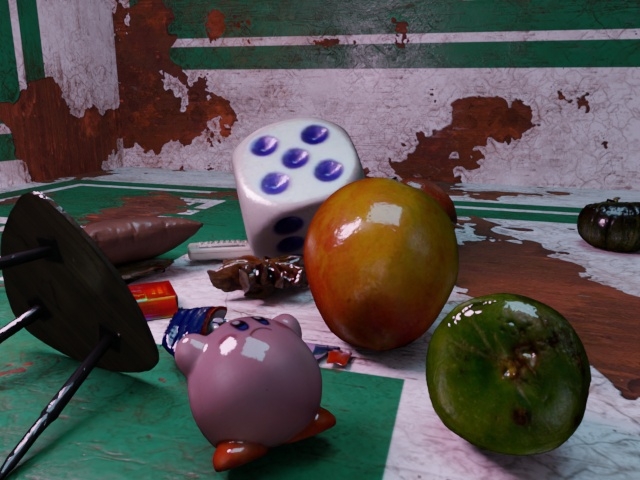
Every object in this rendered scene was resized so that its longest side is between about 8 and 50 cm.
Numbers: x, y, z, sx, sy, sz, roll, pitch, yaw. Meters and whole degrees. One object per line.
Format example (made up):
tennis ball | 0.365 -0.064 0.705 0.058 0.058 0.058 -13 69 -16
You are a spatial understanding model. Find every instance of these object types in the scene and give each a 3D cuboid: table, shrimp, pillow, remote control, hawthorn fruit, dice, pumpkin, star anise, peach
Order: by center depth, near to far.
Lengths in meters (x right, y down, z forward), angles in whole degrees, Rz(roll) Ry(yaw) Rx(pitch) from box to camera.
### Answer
table | -0.448 0.148 0.710 0.317 0.317 0.249 7 30 24
peach | 0.108 0.046 0.941 0.308 0.307 0.332 2 46 4
star anise | -0.132 0.082 1.174 0.220 0.098 0.214 1 0 18
shrimp | -0.440 0.074 1.265 0.101 0.042 0.190 -2 10 41
pillow | -0.502 0.009 1.300 0.308 0.108 0.305 -13 -1 43
dice | -0.057 -0.118 1.335 0.304 0.277 0.304 -12 53 -8
remote control | -0.251 0.029 1.439 0.230 0.049 0.090 -2 16 -12
pumpkin | 0.925 -0.055 1.607 0.238 0.159 0.238 -4 14 1
hawthorn fruit | 0.336 -0.082 1.639 0.262 0.210 0.210 33 28 22

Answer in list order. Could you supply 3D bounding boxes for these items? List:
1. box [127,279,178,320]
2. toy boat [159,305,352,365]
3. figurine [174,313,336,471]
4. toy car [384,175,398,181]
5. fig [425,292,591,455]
box | -0.388 0.127 1.060 0.175 0.048 0.112 -6 17 -25
toy boat | -0.123 0.184 0.866 0.318 0.071 0.219 17 17 21
figurine | -0.081 0.177 0.647 0.173 0.173 0.173 1 15 0
toy car | 0.218 -0.122 1.857 0.158 0.172 0.235 -13 15 12
fig | 0.255 0.177 0.684 0.203 0.203 0.235 11 -6 34
